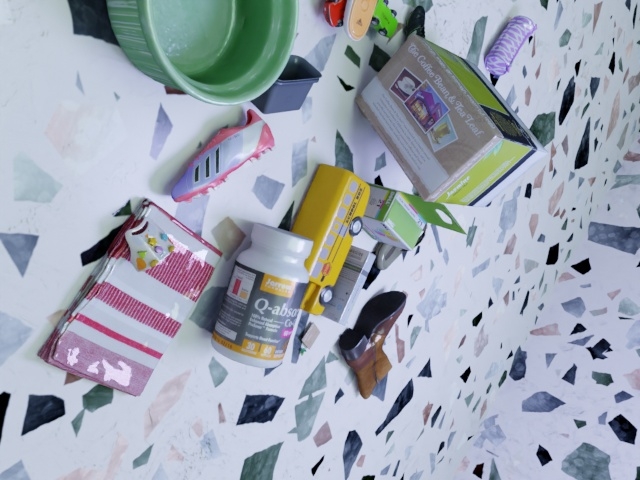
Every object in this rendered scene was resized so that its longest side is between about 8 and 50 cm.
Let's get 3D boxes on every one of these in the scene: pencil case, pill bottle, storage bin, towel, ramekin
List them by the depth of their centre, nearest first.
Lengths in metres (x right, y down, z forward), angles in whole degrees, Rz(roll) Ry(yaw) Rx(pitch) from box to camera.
[{"bbox_3d":[-0.191,-0.380,0.950,0.303,0.148,0.303,-24,123,-43],"label":"ramekin"},{"bbox_3d":[-0.331,0.114,1.092,0.329,0.037,0.237,-60,142,-12],"label":"towel"},{"bbox_3d":[-0.082,-0.310,1.170,0.135,0.098,0.091,-20,148,-45],"label":"storage bin"},{"bbox_3d":[-0.118,0.113,1.244,0.162,0.162,0.278,13,96,-52],"label":"pill bottle"},{"bbox_3d":[0.594,-0.611,1.841,0.206,0.088,0.086,-58,143,-17],"label":"pencil case"}]

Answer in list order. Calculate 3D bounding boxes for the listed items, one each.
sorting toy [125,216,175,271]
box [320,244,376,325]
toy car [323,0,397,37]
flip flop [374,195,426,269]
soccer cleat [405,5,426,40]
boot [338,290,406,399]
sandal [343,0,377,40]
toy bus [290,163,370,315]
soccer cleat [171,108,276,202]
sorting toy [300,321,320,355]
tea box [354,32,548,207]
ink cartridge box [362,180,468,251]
[{"bbox_3d":[-0.301,0.001,1.025,0.083,0.045,0.075,-46,119,-31],"label":"sorting toy"},{"bbox_3d":[0.036,0.096,1.436,0.038,0.145,0.186,32,80,-50],"label":"box"},{"bbox_3d":[0.100,-0.535,1.310,0.225,0.053,0.239,33,81,-52],"label":"toy car"},{"bbox_3d":[0.257,-0.017,1.703,0.277,0.080,0.112,-48,137,-25],"label":"flip flop"},{"bbox_3d":[0.245,-0.499,1.482,0.060,0.072,0.179,2,104,-51],"label":"soccer cleat"},{"bbox_3d":[0.186,0.314,1.754,0.264,0.096,0.280,-49,138,-24],"label":"boot"},{"bbox_3d":[0.123,-0.547,1.223,0.102,0.076,0.265,1,106,-51],"label":"sandal"},{"bbox_3d":[0.000,0.000,1.379,0.130,0.108,0.333,29,83,-51],"label":"toy bus"},{"bbox_3d":[-0.193,-0.159,1.117,0.248,0.083,0.095,-38,103,-27],"label":"soccer cleat"},{"bbox_3d":[-0.033,0.259,1.531,0.083,0.012,0.062,-55,145,-23],"label":"sorting toy"},{"bbox_3d":[0.316,-0.276,1.417,0.323,0.329,0.220,2,141,-50],"label":"tea box"},{"bbox_3d":[0.219,-0.046,1.502,0.189,0.255,0.097,39,75,-50],"label":"ink cartridge box"}]
